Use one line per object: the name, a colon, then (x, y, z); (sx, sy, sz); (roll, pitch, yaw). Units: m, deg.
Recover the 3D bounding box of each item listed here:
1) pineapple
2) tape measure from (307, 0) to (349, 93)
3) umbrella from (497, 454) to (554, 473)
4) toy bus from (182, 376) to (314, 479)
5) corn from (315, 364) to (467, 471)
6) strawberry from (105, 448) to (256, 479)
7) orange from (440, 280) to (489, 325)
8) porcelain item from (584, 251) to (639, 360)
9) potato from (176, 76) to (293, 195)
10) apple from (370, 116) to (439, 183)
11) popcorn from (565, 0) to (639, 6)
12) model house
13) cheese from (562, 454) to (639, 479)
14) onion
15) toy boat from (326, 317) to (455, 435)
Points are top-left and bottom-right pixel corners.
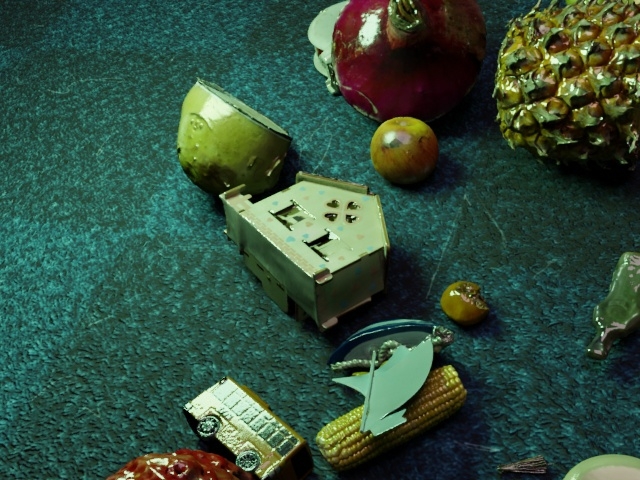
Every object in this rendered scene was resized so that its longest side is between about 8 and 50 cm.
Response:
pineapple: (0.492, -0.306, 1.538); (0.300, 0.352, 0.352); (7, 48, 20)
tape measure: (0.094, -0.492, 1.961); (0.258, 0.130, 0.265); (-25, 46, -9)
umbrella: (0.302, 0.331, 1.184); (0.083, 0.020, 0.031); (-12, 44, 9)
toy bus: (-0.113, 0.305, 1.247); (0.114, 0.098, 0.201); (-39, 51, -25)
corn: (0.113, 0.274, 1.237); (0.248, 0.081, 0.081); (-24, 46, -12)
strawberry: (-0.209, 0.400, 1.042); (0.310, 0.292, 0.292); (16, 52, 25)
orange: (0.247, 0.106, 1.386); (0.086, 0.062, 0.086); (-9, 44, 9)
porcelain item: (0.492, 0.117, 1.313); (0.081, 0.069, 0.216); (22, 53, 25)
potato: (-0.201, -0.203, 1.701); (0.196, 0.246, 0.300); (-55, 19, 10)
apple: (0.171, -0.187, 1.643); (0.146, 0.146, 0.146); (-7, 45, 7)
popcorn: (0.630, -0.454, 1.729); (0.250, 0.242, 0.235); (11, 64, 7)
model house: (0.000, 0.000, 1.489); (0.244, 0.169, 0.326); (-29, 48, -26)
cheese: (0.366, 0.361, 1.108); (0.227, 0.064, 0.137); (-3, 44, 12)
onion: (0.182, -0.419, 1.680); (0.347, 0.385, 0.348); (-1, 86, 8)
toy boat: (0.101, 0.202, 1.236); (0.220, 0.067, 0.291); (-16, 16, 14)
